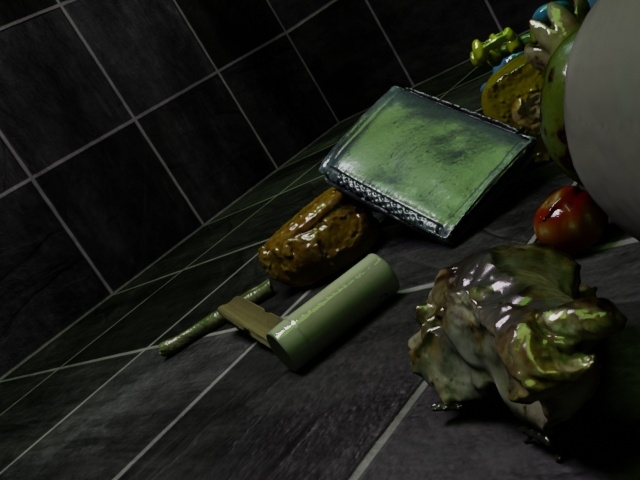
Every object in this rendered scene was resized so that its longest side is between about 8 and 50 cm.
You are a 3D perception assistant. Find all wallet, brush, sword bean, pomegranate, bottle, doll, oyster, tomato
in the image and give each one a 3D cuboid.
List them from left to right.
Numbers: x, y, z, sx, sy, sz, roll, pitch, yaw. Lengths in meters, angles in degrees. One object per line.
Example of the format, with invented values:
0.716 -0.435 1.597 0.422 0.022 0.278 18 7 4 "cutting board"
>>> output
-0.210 0.158 1.541 0.269 0.038 0.043 -31 -13 3 "sword bean"
-0.106 0.148 1.315 0.054 0.048 0.282 -38 21 -17 "brush"
0.020 0.103 1.112 0.201 0.072 0.072 -37 13 -19 "bottle"
0.178 -0.138 1.326 0.237 0.075 0.342 -50 45 -8 "wallet"
0.168 0.088 0.689 0.197 0.133 0.337 -39 7 4 "oyster"
0.442 -0.359 1.436 0.341 0.099 0.346 -28 -27 32 "doll"
0.301 -0.026 0.929 0.087 0.075 0.087 -34 12 8 "tomato"
0.348 -0.187 0.919 0.242 0.306 0.242 -35 -28 -22 "pomegranate"

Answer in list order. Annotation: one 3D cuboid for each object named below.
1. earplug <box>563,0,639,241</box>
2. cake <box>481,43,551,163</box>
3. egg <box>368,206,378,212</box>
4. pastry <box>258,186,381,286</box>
0.363 -0.114 0.579 0.312 0.313 0.394 -31 11 3 "earplug"
0.411 -0.249 1.298 0.260 0.179 0.156 -28 12 31 "cake"
0.154 -0.141 1.510 0.236 0.169 0.169 -15 20 44 "egg"
0.000 0.000 1.476 0.235 0.132 0.240 -40 5 1 "pastry"
